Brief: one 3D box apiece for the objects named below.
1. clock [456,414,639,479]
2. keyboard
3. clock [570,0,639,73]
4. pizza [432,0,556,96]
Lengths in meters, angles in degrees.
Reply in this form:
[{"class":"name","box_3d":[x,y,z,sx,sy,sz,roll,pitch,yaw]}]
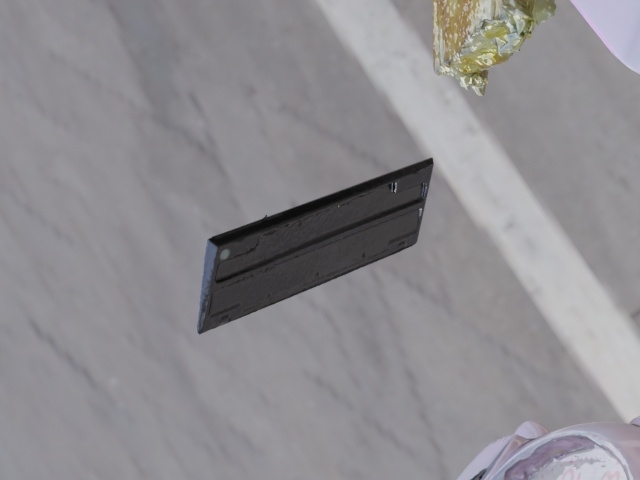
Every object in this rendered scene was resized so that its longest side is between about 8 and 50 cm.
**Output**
[{"class":"clock","box_3d":[0.251,0.324,1.777,0.250,0.368,0.376,28,175,-27]},{"class":"keyboard","box_3d":[0.000,0.000,1.177,0.010,0.198,0.064,29,123,32]},{"class":"clock","box_3d":[0.136,-0.141,0.721,0.197,0.150,0.063,59,143,39]},{"class":"pizza","box_3d":[0.150,-0.217,1.684,0.288,0.075,0.280,-106,16,-61]}]
